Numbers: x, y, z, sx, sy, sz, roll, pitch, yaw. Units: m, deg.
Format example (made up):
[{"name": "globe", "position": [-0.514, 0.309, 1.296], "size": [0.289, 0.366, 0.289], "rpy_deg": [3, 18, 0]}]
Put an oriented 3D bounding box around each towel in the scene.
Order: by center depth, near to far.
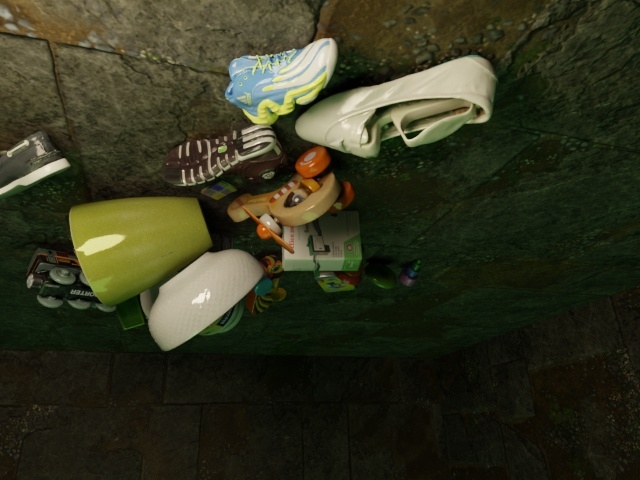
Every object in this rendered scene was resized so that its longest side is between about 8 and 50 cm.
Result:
[{"name": "towel", "position": [-0.264, -0.130, 1.249], "size": [0.083, 0.009, 0.060], "rpy_deg": [-19, 150, 34]}]

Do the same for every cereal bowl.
[{"name": "cereal bowl", "position": [-0.321, 0.131, 1.282], "size": [0.339, 0.339, 0.141], "rpy_deg": [-29, 101, 46]}]

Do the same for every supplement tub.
[{"name": "supplement tub", "position": [-0.440, 0.207, 1.703], "size": [0.241, 0.240, 0.331], "rpy_deg": [-11, 159, 18]}]

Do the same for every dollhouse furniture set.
[{"name": "dollhouse furniture set", "position": [-0.650, 0.227, 1.940], "size": [0.302, 0.151, 0.197], "rpy_deg": [-17, -175, -6]}]

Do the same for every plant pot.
[{"name": "plant pot", "position": [-0.441, -0.003, 1.251], "size": [0.294, 0.274, 0.274], "rpy_deg": [-18, 158, -10]}]

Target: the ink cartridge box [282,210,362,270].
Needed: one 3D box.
[{"name": "ink cartridge box", "position": [0.000, 0.000, 1.381], "size": [0.220, 0.160, 0.092], "rpy_deg": [0, 155, -6]}]

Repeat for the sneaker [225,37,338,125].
[{"name": "sneaker", "position": [-0.081, -0.280, 0.825], "size": [0.126, 0.091, 0.240], "rpy_deg": [17, 151, -35]}]

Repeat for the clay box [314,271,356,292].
[{"name": "clay box", "position": [0.063, 0.153, 1.867], "size": [0.128, 0.053, 0.222], "rpy_deg": [-7, 155, 12]}]

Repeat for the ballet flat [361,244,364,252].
[{"name": "ballet flat", "position": [0.061, 0.045, 1.603], "size": [0.203, 0.074, 0.074], "rpy_deg": [-8, 156, 28]}]

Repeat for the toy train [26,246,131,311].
[{"name": "toy train", "position": [-0.790, 0.127, 1.584], "size": [0.334, 0.190, 0.142], "rpy_deg": [16, 115, -47]}]

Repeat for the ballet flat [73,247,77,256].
[{"name": "ballet flat", "position": [-0.681, 0.035, 1.517], "size": [0.222, 0.076, 0.079], "rpy_deg": [-3, 153, 13]}]

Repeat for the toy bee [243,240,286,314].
[{"name": "toy bee", "position": [-0.172, 0.123, 1.653], "size": [0.162, 0.195, 0.298], "rpy_deg": [-17, 154, -30]}]

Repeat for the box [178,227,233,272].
[{"name": "box", "position": [-0.395, 0.031, 1.482], "size": [0.207, 0.108, 0.153], "rpy_deg": [11, 153, -29]}]

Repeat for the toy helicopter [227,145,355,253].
[{"name": "toy helicopter", "position": [-0.107, -0.077, 1.143], "size": [0.355, 0.234, 0.140], "rpy_deg": [-4, 135, 43]}]

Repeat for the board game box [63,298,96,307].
[{"name": "board game box", "position": [-0.859, 0.149, 1.676], "size": [0.035, 0.136, 0.201], "rpy_deg": [-18, 153, 32]}]

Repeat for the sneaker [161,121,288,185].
[{"name": "sneaker", "position": [-0.201, -0.159, 1.077], "size": [0.282, 0.106, 0.162], "rpy_deg": [-12, 158, 19]}]

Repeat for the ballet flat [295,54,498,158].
[{"name": "ballet flat", "position": [0.130, -0.229, 0.910], "size": [0.401, 0.139, 0.139], "rpy_deg": [-12, 154, 22]}]

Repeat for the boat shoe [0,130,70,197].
[{"name": "boat shoe", "position": [-0.673, -0.157, 1.059], "size": [0.303, 0.091, 0.114], "rpy_deg": [-15, -163, 25]}]

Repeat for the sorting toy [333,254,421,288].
[{"name": "sorting toy", "position": [0.219, 0.084, 1.709], "size": [0.366, 0.127, 0.126], "rpy_deg": [9, 125, -30]}]
